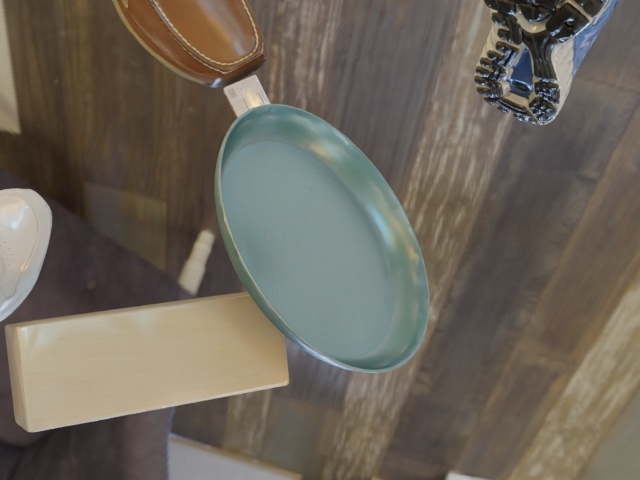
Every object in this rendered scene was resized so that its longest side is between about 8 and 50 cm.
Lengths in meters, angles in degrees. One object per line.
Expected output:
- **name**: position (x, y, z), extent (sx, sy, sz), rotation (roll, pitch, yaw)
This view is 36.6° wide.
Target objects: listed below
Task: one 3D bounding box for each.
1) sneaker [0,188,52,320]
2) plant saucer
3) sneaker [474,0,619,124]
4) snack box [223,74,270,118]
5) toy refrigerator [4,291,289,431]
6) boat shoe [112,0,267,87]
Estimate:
- **sneaker**: position (-0.381, 0.059, 0.950), extent (0.114, 0.305, 0.152), rotation (46, 158, -5)
- **plant saucer**: position (0.000, 0.000, 1.048), extent (0.044, 0.317, 0.318), rotation (-31, 121, 34)
- **sneaker**: position (0.236, -0.263, 0.967), extent (0.130, 0.147, 0.330), rotation (27, 157, 12)
- **snack box**: position (-0.105, -0.202, 1.714), extent (0.064, 0.178, 0.022), rotation (-25, 171, -11)
- **toy refrigerator**: position (-0.177, 0.118, 1.000), extent (0.270, 0.102, 0.094), rotation (-7, -179, -26)
- **boat shoe**: position (-0.169, -0.298, 0.952), extent (0.324, 0.123, 0.120), rotation (53, 164, 10)
